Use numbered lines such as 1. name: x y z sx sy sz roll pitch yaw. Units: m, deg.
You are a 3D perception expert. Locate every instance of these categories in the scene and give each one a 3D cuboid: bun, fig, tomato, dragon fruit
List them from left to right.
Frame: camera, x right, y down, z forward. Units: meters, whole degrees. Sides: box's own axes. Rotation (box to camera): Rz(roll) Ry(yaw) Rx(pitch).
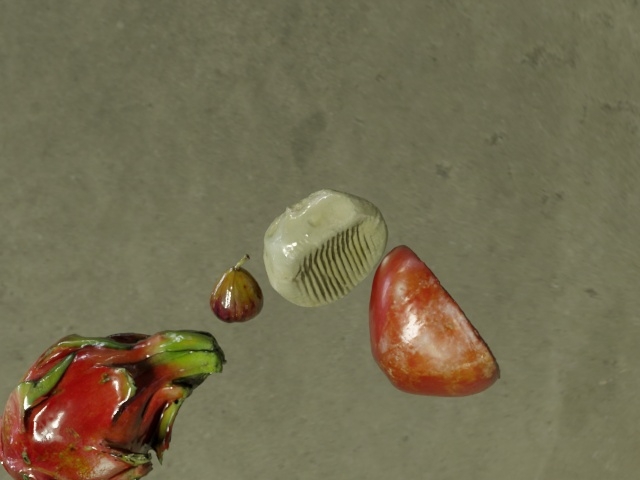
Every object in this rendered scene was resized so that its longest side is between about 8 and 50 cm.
1. dragon fruit: -0.233 0.198 1.128 0.269 0.200 0.198 -10 39 -10
2. fig: -0.137 0.071 1.625 0.089 0.089 0.125 16 124 22
3. bun: 0.000 0.000 1.650 0.231 0.231 0.133 -45 54 13
4. tomato: 0.135 0.133 1.392 0.140 0.200 0.233 -38 90 -6
